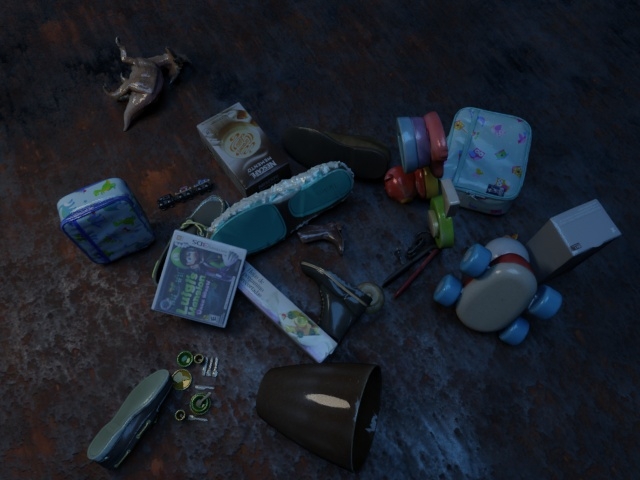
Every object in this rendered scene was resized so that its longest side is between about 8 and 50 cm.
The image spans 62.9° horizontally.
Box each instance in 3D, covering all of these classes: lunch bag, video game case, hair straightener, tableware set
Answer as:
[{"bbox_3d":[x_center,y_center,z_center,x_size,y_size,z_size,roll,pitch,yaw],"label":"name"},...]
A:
[{"bbox_3d":[0.424,-0.212,1.384,0.224,0.108,0.279,18,67,8],"label":"lunch bag"},{"bbox_3d":[-0.278,0.089,1.208,0.173,0.022,0.190,16,88,-10],"label":"video game case"},{"bbox_3d":[-0.511,-0.039,1.253,0.176,0.219,0.090,-23,61,-10],"label":"lunch bag"},{"bbox_3d":[0.229,0.039,1.304,0.089,0.047,0.230,40,72,17],"label":"hair straightener"},{"bbox_3d":[-0.294,0.331,1.189,0.104,0.024,0.154,6,66,3],"label":"tableware set"}]

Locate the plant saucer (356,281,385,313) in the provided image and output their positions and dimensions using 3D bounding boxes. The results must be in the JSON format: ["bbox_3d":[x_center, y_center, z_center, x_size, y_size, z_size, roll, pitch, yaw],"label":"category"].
[{"bbox_3d":[0.117,0.138,1.277,0.083,0.015,0.083,0,66,0],"label":"plant saucer"}]

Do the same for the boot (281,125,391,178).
[{"bbox_3d":[0.045,-0.251,1.430,0.305,0.112,0.115,18,37,13],"label":"boot"}]

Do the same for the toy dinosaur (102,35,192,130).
[{"bbox_3d":[-0.492,-0.458,1.503,0.200,0.127,0.296,9,71,-3],"label":"toy dinosaur"}]

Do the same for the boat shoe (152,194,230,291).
[{"bbox_3d":[-0.316,0.007,1.299,0.109,0.091,0.305,21,67,9],"label":"boat shoe"}]

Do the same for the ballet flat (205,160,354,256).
[{"bbox_3d":[-0.103,-0.083,1.332,0.409,0.147,0.147,-27,68,-13],"label":"ballet flat"}]

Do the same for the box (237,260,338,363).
[{"bbox_3d":[-0.096,0.167,1.239,0.324,0.067,0.063,40,72,18],"label":"box"}]

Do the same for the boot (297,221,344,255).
[{"bbox_3d":[0.000,0.000,1.330,0.114,0.037,0.106,-5,53,-5],"label":"boot"}]

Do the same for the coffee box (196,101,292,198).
[{"bbox_3d":[-0.202,-0.233,1.405,0.141,0.098,0.246,-34,70,-14],"label":"coffee box"}]

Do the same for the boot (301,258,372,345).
[{"bbox_3d":[0.006,0.143,1.252,0.198,0.077,0.137,31,84,25],"label":"boot"}]

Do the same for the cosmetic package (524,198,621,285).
[{"bbox_3d":[0.560,0.013,1.208,0.127,0.238,0.107,-22,67,-10],"label":"cosmetic package"}]

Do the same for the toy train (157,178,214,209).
[{"bbox_3d":[-0.361,-0.127,1.398,0.158,0.027,0.036,-24,57,-10],"label":"toy train"}]

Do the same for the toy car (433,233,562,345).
[{"bbox_3d":[0.419,0.080,1.238,0.219,0.210,0.238,31,40,0],"label":"toy car"}]

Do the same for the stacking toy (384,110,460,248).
[{"bbox_3d":[0.226,-0.128,1.242,0.130,0.309,0.280,-9,62,5],"label":"stacking toy"}]

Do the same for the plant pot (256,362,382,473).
[{"bbox_3d":[-0.009,0.344,1.098,0.230,0.215,0.215,8,65,20],"label":"plant pot"}]

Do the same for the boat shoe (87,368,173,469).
[{"bbox_3d":[-0.401,0.388,1.142,0.081,0.069,0.228,10,53,49],"label":"boat shoe"}]
